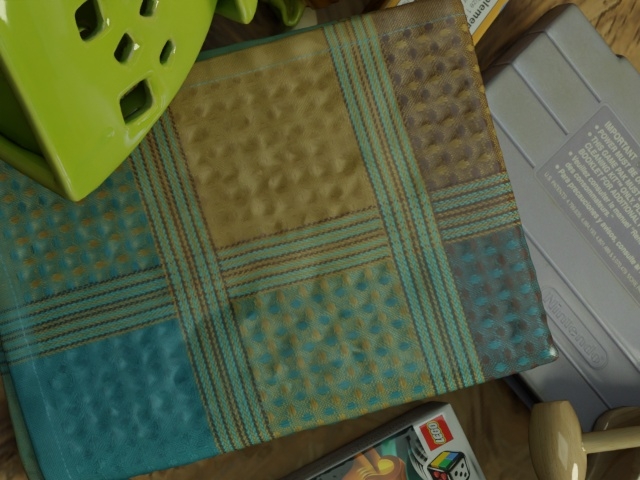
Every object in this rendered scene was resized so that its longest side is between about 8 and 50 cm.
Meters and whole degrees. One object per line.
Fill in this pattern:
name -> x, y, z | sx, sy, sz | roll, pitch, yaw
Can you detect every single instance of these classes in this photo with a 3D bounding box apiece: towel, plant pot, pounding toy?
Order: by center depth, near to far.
plant pot -> -0.178, -0.199, 0.864 | 0.228, 0.227, 0.207 | 30, 62, 36
pounding toy -> 0.266, 0.191, 0.943 | 0.270, 0.155, 0.154 | 5, 83, -18
towel -> -0.052, 0.002, 0.945 | 0.370, 0.040, 0.271 | -15, 87, 2

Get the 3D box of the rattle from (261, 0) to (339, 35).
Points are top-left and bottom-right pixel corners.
rattle -> -0.082, -0.149, 0.961 | 0.200, 0.143, 0.130 | -11, 106, -21

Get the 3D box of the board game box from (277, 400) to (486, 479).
board game box -> 0.069, 0.293, 0.989 | 0.193, 0.053, 0.305 | -26, 91, -15

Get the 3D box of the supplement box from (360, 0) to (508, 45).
supplement box -> 0.116, -0.216, 1.046 | 0.080, 0.078, 0.233 | 41, 77, -10

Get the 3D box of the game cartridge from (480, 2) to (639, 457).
game cartridge -> 0.217, 0.025, 1.043 | 0.230, 0.068, 0.355 | -44, 102, -19
